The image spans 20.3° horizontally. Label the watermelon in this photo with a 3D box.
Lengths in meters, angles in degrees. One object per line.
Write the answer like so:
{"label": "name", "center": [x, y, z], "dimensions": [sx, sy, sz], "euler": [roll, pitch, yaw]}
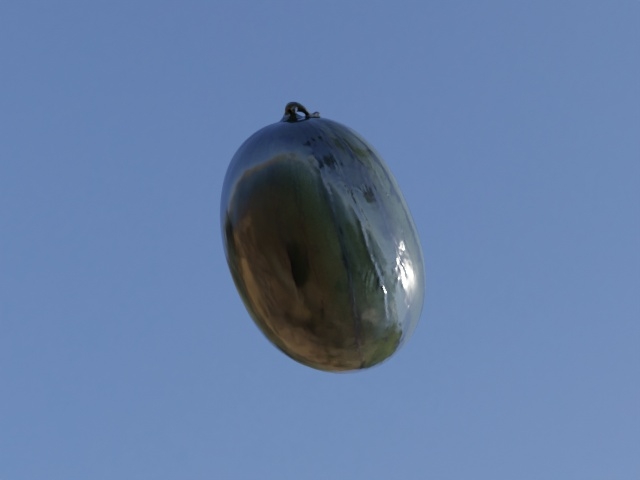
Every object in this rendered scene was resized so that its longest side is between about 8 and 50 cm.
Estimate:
{"label": "watermelon", "center": [0.000, 0.000, 0.706], "dimensions": [0.078, 0.078, 0.110], "euler": [-15, -79, 37]}
